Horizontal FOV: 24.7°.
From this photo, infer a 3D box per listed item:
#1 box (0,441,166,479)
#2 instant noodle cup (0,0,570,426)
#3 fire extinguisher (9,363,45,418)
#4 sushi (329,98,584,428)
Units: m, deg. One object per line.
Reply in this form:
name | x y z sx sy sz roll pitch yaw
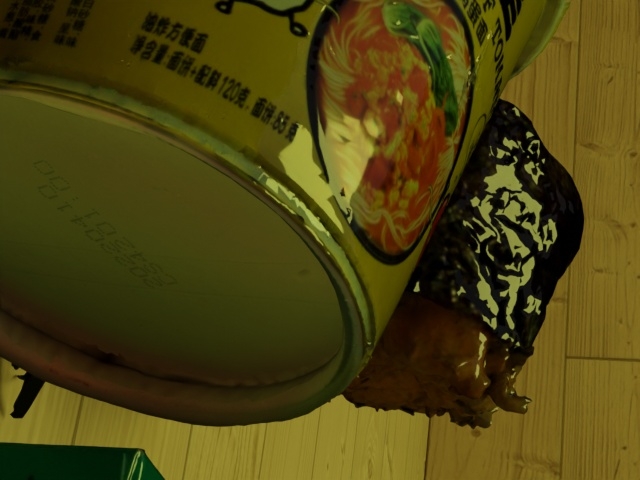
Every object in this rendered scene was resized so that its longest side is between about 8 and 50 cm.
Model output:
box | -0.131 0.181 0.709 0.245 0.153 0.092 68 26 -59
instant noodle cup | -0.059 -0.082 0.703 0.325 0.325 0.254 77 27 -50
fire extinguisher | -0.152 0.015 0.855 0.062 0.050 0.177 -36 -141 53
sushi | 0.000 0.000 0.993 0.234 0.348 0.207 37 66 -33
